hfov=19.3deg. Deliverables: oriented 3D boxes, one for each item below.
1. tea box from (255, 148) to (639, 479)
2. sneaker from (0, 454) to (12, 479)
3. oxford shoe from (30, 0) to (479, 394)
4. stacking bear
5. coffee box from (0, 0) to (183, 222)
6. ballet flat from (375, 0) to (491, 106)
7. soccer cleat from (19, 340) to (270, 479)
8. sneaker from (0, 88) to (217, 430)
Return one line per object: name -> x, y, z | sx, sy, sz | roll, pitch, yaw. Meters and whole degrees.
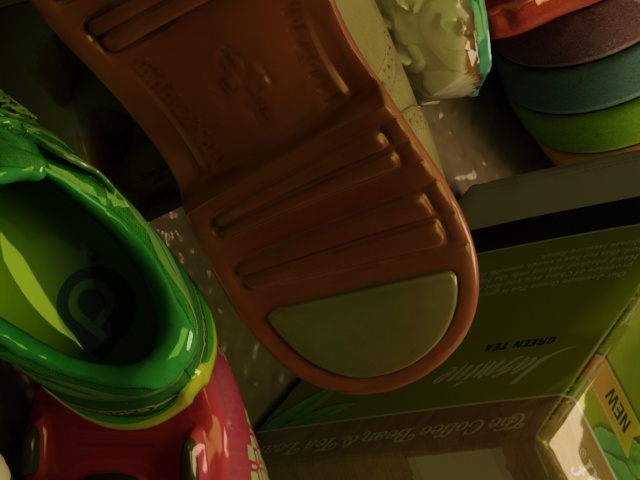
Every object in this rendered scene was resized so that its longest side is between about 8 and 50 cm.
tea box -> 0.171, 0.162, 1.104 | 0.323, 0.220, 0.329 | -48, 117, -43
sneaker -> -0.245, 0.102, 0.749 | 0.262, 0.099, 0.121 | -31, 97, -56
oxford shoe -> -0.051, -0.123, 0.849 | 0.146, 0.140, 0.397 | -87, 156, -74
stacking bear -> 0.210, -0.094, 1.270 | 0.164, 0.175, 0.289 | -100, 166, -58
coffee box -> -0.124, -0.133, 0.908 | 0.141, 0.098, 0.246 | -31, 112, -49
ballet flat -> -0.016, -0.235, 1.020 | 0.147, 0.147, 0.409 | 19, 50, -45
soccer cleat -> -0.060, 0.178, 0.936 | 0.143, 0.116, 0.331 | -11, 91, -66
sneaker -> -0.160, -0.033, 0.786 | 0.295, 0.123, 0.109 | 35, 78, -5
